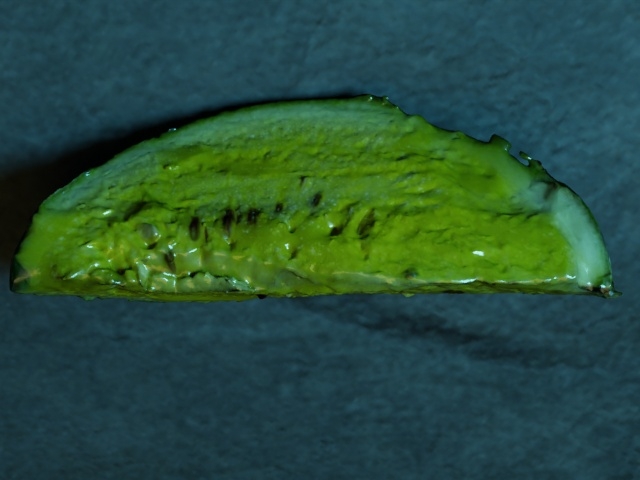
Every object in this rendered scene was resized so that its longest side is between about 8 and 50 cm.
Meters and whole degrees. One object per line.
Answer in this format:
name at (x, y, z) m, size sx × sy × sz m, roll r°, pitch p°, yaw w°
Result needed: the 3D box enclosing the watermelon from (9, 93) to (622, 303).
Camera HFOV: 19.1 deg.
watermelon at (0.000, 0.000, 0.978) m, size 0.301 × 0.129 × 0.123 m, roll 1°, pitch 119°, yaw 3°
